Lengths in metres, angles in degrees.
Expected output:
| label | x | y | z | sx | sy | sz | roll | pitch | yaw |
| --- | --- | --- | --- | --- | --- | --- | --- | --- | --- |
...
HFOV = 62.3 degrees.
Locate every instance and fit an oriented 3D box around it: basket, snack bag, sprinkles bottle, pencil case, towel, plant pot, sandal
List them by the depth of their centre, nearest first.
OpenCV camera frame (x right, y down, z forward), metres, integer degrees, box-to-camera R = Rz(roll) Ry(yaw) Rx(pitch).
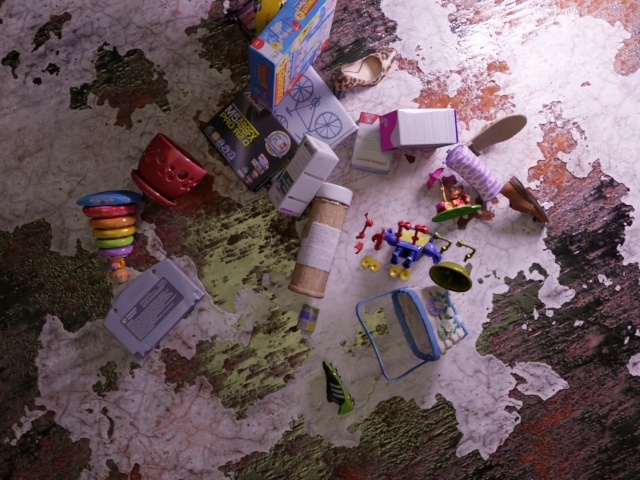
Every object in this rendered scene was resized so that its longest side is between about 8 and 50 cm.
| label | x | y | z | sx | sy | sz | roll | pitch | yaw |
| --- | --- | --- | --- | --- | --- | --- | --- | --- | --- |
| basket | 0.275 | 0.254 | 1.606 | 0.289 | 0.201 | 0.254 | -24 | 87 | -10 |
| plant pot | -0.485 | -0.216 | 1.663 | 0.191 | 0.191 | 0.174 | 43 | 91 | 4 |
| sprinkles bottle | 0.000 | 0.000 | 1.669 | 0.121 | 0.121 | 0.355 | 15 | 86 | 2 |
| pencil case | 0.482 | -0.212 | 1.671 | 0.206 | 0.086 | 0.088 | 40 | 93 | -11 |
| towel | -0.040 | 0.252 | 1.709 | 0.060 | 0.009 | 0.083 | 18 | 87 | 3 |
| sandal | 0.537 | -0.347 | 1.709 | 0.240 | 0.079 | 0.088 | -34 | 128 | 15 |
| snack bag | -0.102 | -0.380 | 1.717 | 0.342 | 0.037 | 0.323 | -38 | 83 | 8 |

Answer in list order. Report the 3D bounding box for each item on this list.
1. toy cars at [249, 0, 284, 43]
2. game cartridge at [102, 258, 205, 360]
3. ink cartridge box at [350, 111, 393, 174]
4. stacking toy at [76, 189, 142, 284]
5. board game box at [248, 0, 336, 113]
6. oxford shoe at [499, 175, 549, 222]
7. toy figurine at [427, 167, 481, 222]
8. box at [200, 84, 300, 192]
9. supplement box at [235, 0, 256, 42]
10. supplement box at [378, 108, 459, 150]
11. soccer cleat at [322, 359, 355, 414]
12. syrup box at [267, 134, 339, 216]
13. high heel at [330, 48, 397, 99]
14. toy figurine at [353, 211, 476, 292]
| label | x | y | z | sx | sy | sz | roll | pitch | yaw |
| --- | --- | --- | --- | --- | --- | --- | --- | --- | --- |
| toy cars | -0.219 | -0.739 | 1.644 | 0.176 | 0.087 | 0.393 | -34 | 82 | -9 |
| game cartridge | -0.542 | 0.211 | 1.702 | 0.198 | 0.062 | 0.297 | 44 | 88 | 8 |
| ink cartridge box | 0.174 | -0.312 | 1.711 | 0.127 | 0.072 | 0.175 | 12 | 86 | 2 |
| stacking toy | -0.657 | -0.004 | 1.687 | 0.175 | 0.166 | 0.301 | -2 | 101 | -3 |
| board game box | -0.082 | -0.562 | 1.532 | 0.086 | 0.308 | 0.302 | 35 | 78 | 1 |
| oxford shoe | 0.644 | -0.116 | 1.676 | 0.212 | 0.076 | 0.076 | 37 | 116 | -22 |
| toy figurine | 0.411 | -0.158 | 1.688 | 0.173 | 0.130 | 0.159 | -11 | 76 | -21 |
| box | -0.220 | -0.323 | 1.690 | 0.216 | 0.060 | 0.270 | -40 | 82 | 9 |
| supplement box | -0.184 | -0.667 | 1.728 | 0.081 | 0.104 | 0.188 | -39 | 86 | -3 |
| supplement box | 0.305 | -0.344 | 1.646 | 0.220 | 0.111 | 0.114 | -8 | 94 | -26 |
| soccer cleat | 0.042 | 0.465 | 1.669 | 0.072 | 0.060 | 0.179 | -29 | 89 | 1 |
| syrup box | -0.057 | -0.196 | 1.638 | 0.237 | 0.096 | 0.093 | -53 | 44 | 23 |
| high heel | 0.147 | -0.549 | 1.672 | 0.261 | 0.186 | 0.093 | -36 | 86 | -1 |
| toy figurine | 0.309 | 0.001 | 1.617 | 0.363 | 0.217 | 0.191 | 16 | 120 | 19 |
